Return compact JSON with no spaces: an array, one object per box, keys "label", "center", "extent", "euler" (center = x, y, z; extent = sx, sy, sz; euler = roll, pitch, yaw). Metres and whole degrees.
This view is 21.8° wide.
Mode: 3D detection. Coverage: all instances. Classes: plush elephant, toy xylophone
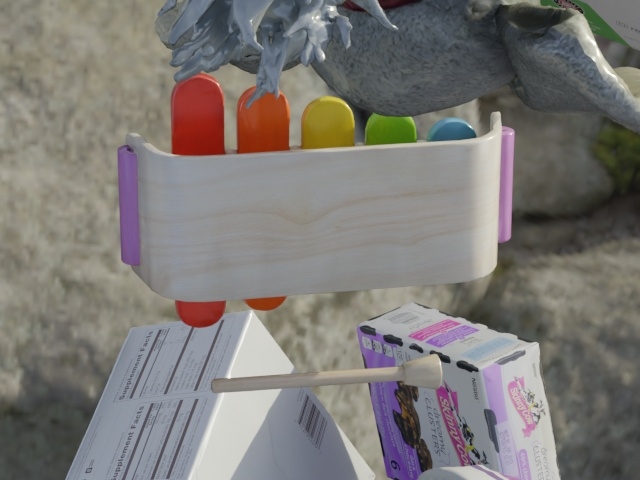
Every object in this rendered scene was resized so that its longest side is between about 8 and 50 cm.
[{"label":"plush elephant","center":[0.047,-0.164,0.719],"extent":[0.272,0.255,0.330],"euler":[19,76,15]},{"label":"toy xylophone","center":[0.000,0.000,1.292],"extent":[0.322,0.236,0.081],"euler":[4,20,-13]}]

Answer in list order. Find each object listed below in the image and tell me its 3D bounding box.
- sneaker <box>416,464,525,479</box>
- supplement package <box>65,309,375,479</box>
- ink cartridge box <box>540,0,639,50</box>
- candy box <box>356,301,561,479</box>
[{"label":"sneaker","center":[0.166,0.173,0.804],"extent":[0.161,0.102,0.282],"euler":[-7,15,-28]},{"label":"supplement package","center":[-0.088,0.230,1.563],"extent":[0.145,0.262,0.204],"euler":[-10,42,29]},{"label":"ink cartridge box","center":[0.205,-0.206,1.045],"extent":[0.160,0.219,0.092],"euler":[25,79,23]},{"label":"candy box","center":[0.128,0.159,1.536],"extent":[0.070,0.165,0.196],"euler":[-21,19,-28]}]
